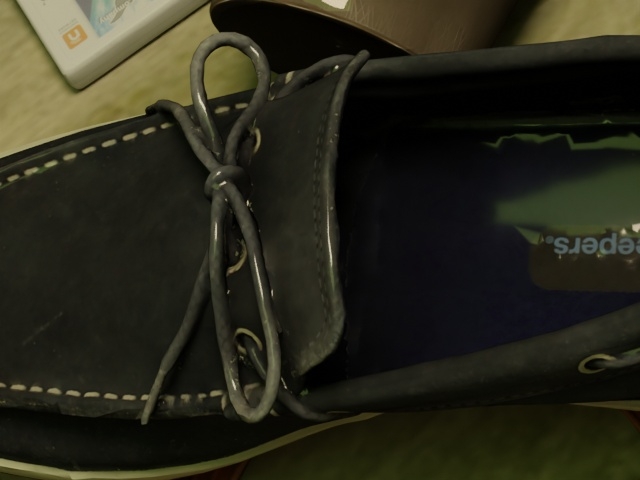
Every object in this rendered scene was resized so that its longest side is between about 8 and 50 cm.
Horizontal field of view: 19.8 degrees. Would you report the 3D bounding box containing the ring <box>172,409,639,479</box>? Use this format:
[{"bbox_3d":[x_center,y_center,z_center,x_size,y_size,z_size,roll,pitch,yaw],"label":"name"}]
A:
[{"bbox_3d":[0.050,0.144,0.809,0.336,0.032,0.336,-7,66,15],"label":"ring"}]

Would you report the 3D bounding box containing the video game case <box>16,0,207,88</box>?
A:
[{"bbox_3d":[-0.096,-0.205,1.017,0.201,0.023,0.183,-35,61,0],"label":"video game case"}]

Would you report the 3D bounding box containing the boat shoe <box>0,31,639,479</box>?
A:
[{"bbox_3d":[0.000,0.000,0.787,0.500,0.156,0.187,-4,67,18],"label":"boat shoe"}]

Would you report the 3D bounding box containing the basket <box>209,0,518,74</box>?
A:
[{"bbox_3d":[0.046,-0.187,0.893,0.204,0.154,0.227,21,79,-5],"label":"basket"}]
